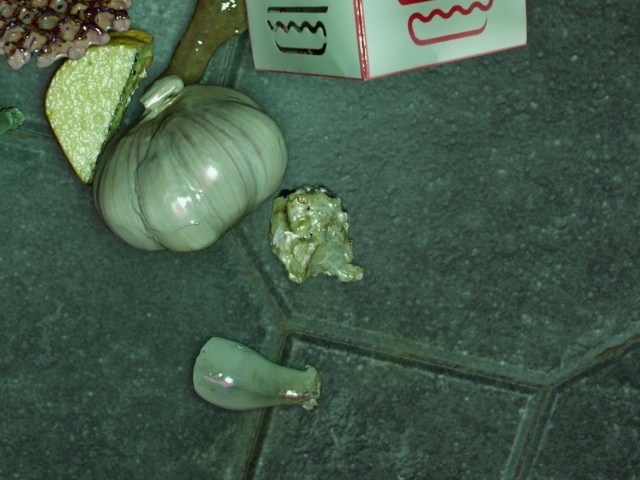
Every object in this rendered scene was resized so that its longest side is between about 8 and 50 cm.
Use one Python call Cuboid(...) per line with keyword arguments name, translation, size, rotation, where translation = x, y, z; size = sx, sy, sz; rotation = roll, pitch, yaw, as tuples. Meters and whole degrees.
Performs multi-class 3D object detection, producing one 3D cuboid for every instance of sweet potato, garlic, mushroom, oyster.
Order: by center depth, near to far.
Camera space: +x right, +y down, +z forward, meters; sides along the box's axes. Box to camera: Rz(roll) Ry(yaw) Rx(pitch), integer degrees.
Cuboid(name="garlic", translation=(-0.198, -0.103, 1.593), size=(0.241, 0.322, 0.322), rotation=(36, 97, -10))
Cuboid(name="sweet potato", translation=(-0.147, -0.360, 1.643), size=(0.109, 0.109, 0.385), rotation=(33, 97, -13))
Cuboid(name="oyster", translation=(0.000, 0.000, 1.764), size=(0.191, 0.081, 0.163), rotation=(28, 94, -16))
Cuboid(name="mushroom", translation=(-0.107, 0.242, 1.800), size=(0.225, 0.093, 0.116), rotation=(18, 80, -6))

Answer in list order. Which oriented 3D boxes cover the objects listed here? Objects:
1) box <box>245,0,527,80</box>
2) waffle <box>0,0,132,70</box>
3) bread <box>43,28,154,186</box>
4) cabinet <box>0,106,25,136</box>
Cuboid(name="box", translation=(0.082, -0.404, 1.508), size=(0.312, 0.314, 0.300), rotation=(-17, 110, -30))
Cuboid(name="waffle", translation=(-0.395, -0.355, 1.587), size=(0.234, 0.055, 0.221), rotation=(-23, 64, -10))
Cuboid(name="bread", translation=(-0.360, -0.216, 1.639), size=(0.134, 0.129, 0.260), rotation=(20, 98, -3))
Cuboid(name="cabinet", translation=(-0.620, -0.171, 1.518), size=(0.290, 0.318, 0.227), rotation=(39, 98, -14))
